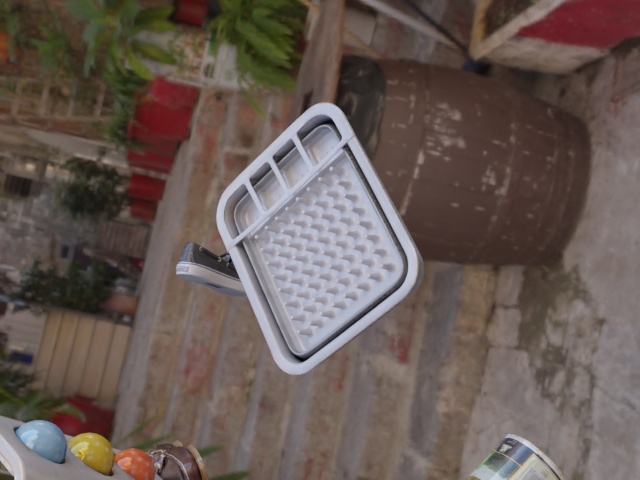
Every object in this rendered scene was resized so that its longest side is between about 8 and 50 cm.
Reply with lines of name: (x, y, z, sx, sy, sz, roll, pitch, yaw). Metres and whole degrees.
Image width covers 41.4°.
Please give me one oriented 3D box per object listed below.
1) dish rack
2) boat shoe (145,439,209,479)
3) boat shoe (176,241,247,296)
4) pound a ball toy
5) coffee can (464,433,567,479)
dish rack: (0.000, 0.000, 1.235, 0.285, 0.072, 0.332, -40, 59, 27)
boat shoe: (-0.219, 0.341, 1.247, 0.207, 0.073, 0.073, -24, 80, 66)
boat shoe: (-0.191, 0.058, 1.650, 0.080, 0.228, 0.076, -3, 72, 38)
pound a ball toy: (-0.225, 0.284, 0.862, 0.135, 0.208, 0.319, -54, -32, -5)
coffee can: (0.439, 0.639, 2.058, 0.275, 0.201, 0.201, -40, -2, -18)
